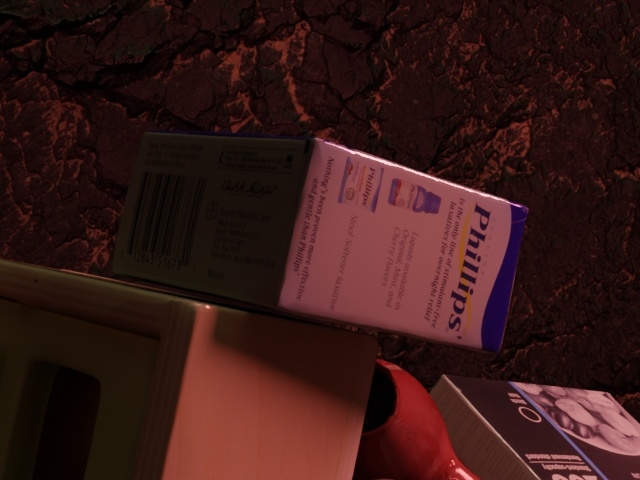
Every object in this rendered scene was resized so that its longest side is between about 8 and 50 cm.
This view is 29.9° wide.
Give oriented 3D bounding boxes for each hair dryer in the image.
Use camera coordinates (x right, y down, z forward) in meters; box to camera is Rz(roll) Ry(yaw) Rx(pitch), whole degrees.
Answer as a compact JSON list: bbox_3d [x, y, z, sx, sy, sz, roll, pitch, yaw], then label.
[{"bbox_3d":[0.091,0.136,0.654,0.224,0.080,0.293,5,-27,50],"label":"hair dryer"}]

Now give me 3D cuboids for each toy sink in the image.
[{"bbox_3d":[-0.113,0.091,0.559,0.234,0.152,0.131,10,-3,41],"label":"toy sink"}]

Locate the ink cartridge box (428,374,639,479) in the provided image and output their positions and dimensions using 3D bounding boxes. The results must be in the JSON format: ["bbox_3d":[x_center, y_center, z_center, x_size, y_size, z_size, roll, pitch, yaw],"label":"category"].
[{"bbox_3d":[0.205,0.183,0.886,0.206,0.045,0.208,11,27,-39],"label":"ink cartridge box"}]

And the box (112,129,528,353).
[{"bbox_3d":[0.000,0.000,0.547,0.137,0.072,0.126,15,-4,-41],"label":"box"}]

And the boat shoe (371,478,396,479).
[{"bbox_3d":[0.032,0.140,0.371,0.109,0.091,0.305,12,-3,-3],"label":"boat shoe"}]

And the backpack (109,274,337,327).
[{"bbox_3d":[-0.116,0.104,1.476,0.290,0.273,0.355,-10,12,-5],"label":"backpack"}]
